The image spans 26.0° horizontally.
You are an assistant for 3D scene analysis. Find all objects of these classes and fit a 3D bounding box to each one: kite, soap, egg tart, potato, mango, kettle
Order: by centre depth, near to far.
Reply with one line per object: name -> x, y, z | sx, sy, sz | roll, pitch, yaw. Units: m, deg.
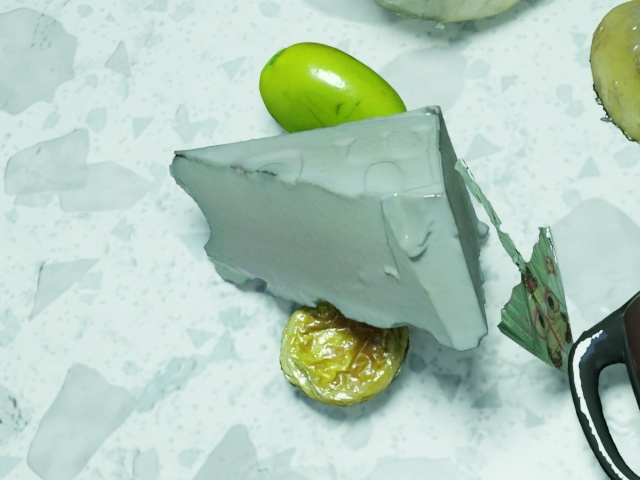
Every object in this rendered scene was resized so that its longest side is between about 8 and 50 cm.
kettle -> 0.335, 0.148, 1.220 | 0.202, 0.144, 0.232 | -31, 54, 15
kite -> 0.188, 0.028, 1.286 | 0.012, 0.250, 0.229 | -22, 17, 26
soap -> 0.000, 0.000, 1.297 | 0.302, 0.159, 0.257 | -12, 27, 9
egg tart -> 0.025, 0.104, 1.353 | 0.130, 0.052, 0.130 | -6, 62, 11
potato -> 0.357, -0.174, 1.401 | 0.164, 0.081, 0.200 | -30, 59, -2
mango -> 0.014, -0.151, 1.448 | 0.163, 0.117, 0.089 | 16, 56, 18

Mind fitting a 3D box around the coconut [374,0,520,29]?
coconut -> 0.123, -0.367, 1.469 | 0.245, 0.245, 0.247 | -29, 60, -2
